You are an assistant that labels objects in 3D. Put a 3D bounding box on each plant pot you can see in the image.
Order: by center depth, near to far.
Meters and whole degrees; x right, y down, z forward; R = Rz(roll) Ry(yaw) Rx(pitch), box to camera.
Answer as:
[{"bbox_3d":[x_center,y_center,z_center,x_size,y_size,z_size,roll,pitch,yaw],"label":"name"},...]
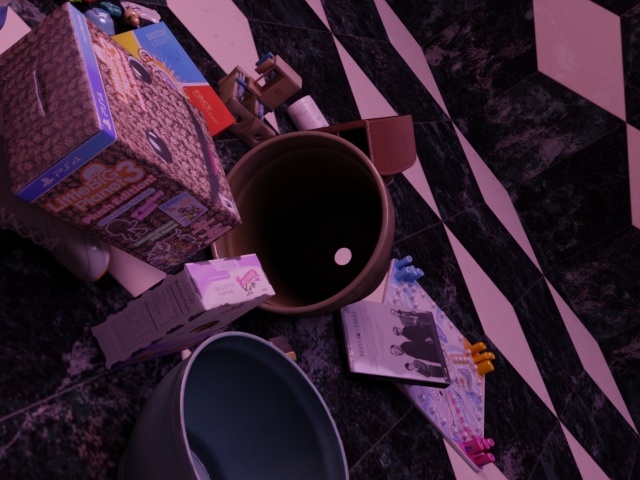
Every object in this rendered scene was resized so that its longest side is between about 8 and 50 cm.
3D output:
[{"bbox_3d":[-0.131,0.290,1.032,0.293,0.196,0.293,40,31,-31],"label":"plant pot"},{"bbox_3d":[0.000,0.000,1.490,0.323,0.323,0.280,69,12,21],"label":"plant pot"}]

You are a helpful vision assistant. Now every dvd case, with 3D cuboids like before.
[{"bbox_3d":[0.145,0.208,1.667,0.238,0.029,0.179,11,48,-25],"label":"dvd case"}]

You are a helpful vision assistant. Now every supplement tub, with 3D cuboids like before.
[{"bbox_3d":[-0.025,-0.282,1.946,0.107,0.071,0.071,58,27,1],"label":"supplement tub"}]

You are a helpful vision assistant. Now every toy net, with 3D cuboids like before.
[{"bbox_3d":[-0.389,-0.420,1.526,0.122,0.045,0.232,32,22,10],"label":"toy net"}]

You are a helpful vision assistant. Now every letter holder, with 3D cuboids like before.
[{"bbox_3d":[0.112,-0.172,1.907,0.302,0.152,0.214,-23,104,-63],"label":"letter holder"}]

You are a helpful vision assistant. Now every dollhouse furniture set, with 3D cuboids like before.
[{"bbox_3d":[-0.112,-0.306,1.702,0.129,0.183,0.129,40,32,-31],"label":"dollhouse furniture set"}]

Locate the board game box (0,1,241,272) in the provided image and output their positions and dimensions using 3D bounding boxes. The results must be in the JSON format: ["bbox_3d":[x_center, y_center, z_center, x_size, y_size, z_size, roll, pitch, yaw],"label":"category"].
[{"bbox_3d":[-0.269,-0.126,1.095,0.291,0.141,0.232,36,26,-54],"label":"board game box"}]

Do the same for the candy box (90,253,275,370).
[{"bbox_3d":[-0.189,0.098,1.137,0.165,0.196,0.070,-6,67,-61],"label":"candy box"}]

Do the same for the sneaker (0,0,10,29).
[{"bbox_3d":[-0.528,-0.481,1.198,0.315,0.182,0.127,53,26,-9],"label":"sneaker"}]

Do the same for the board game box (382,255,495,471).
[{"bbox_3d":[0.280,0.270,1.895,0.390,0.050,0.390,48,28,-18],"label":"board game box"}]

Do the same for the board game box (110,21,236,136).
[{"bbox_3d":[-0.304,-0.255,1.462,0.242,0.064,0.316,53,27,-8],"label":"board game box"}]

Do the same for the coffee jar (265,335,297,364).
[{"bbox_3d":[-0.062,0.249,1.298,0.079,0.096,0.184,-1,63,-62],"label":"coffee jar"}]

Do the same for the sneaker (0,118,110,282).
[{"bbox_3d":[-0.394,-0.036,1.073,0.262,0.099,0.121,50,38,-5],"label":"sneaker"}]
